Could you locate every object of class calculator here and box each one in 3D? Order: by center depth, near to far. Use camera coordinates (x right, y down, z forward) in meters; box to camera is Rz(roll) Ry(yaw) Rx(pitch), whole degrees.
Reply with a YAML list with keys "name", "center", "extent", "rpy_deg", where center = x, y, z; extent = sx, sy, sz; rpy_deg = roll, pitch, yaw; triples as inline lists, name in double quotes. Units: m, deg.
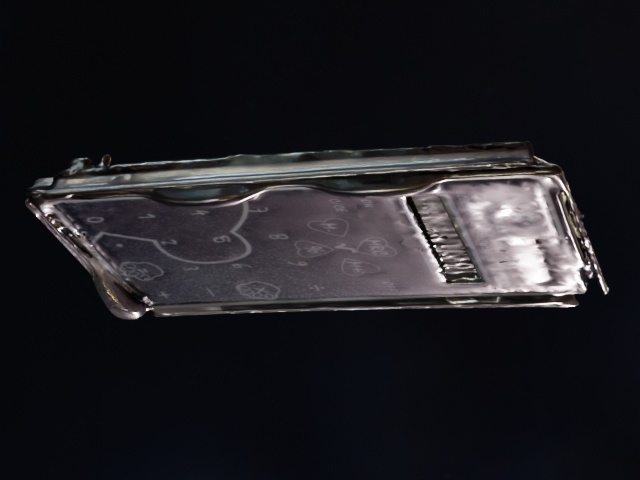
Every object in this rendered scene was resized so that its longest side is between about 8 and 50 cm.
- name: "calculator"
  center: [0.000, 0.001, 0.913]
  extent: [0.166, 0.274, 0.028]
  rpy_deg: [58, -146, -58]
